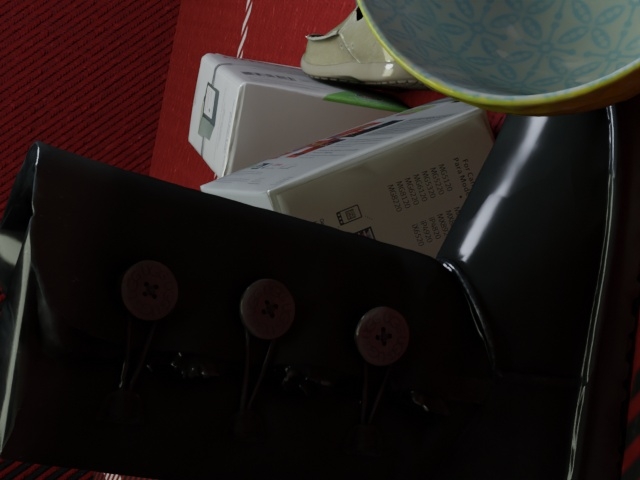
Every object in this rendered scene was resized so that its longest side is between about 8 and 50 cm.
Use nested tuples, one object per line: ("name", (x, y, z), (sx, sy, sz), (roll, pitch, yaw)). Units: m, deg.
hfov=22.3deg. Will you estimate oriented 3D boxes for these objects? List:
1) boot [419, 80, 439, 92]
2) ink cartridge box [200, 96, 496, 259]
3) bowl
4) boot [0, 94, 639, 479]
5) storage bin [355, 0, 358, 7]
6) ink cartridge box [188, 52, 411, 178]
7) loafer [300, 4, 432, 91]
("boot", (0.146, -0.192, 1.389), (0.269, 0.089, 0.236), (40, 158, 54))
("ink cartridge box", (0.061, -0.037, 1.478), (0.309, 0.272, 0.130), (-169, 58, -76))
("bowl", (0.177, -0.204, 1.117), (0.156, 0.289, 0.289), (33, -121, -60))
("boot", (0.000, 0.002, 1.145), (0.146, 0.445, 0.367), (138, 139, -67))
("storage bin", (0.073, -0.296, 1.779), (0.135, 0.098, 0.091), (138, 129, -67))
("ink cartridge box", (-0.028, -0.128, 1.825), (0.273, 0.198, 0.114), (-133, 52, -72))
("loafer", (0.061, -0.210, 1.742), (0.268, 0.102, 0.092), (18, 99, 64))
